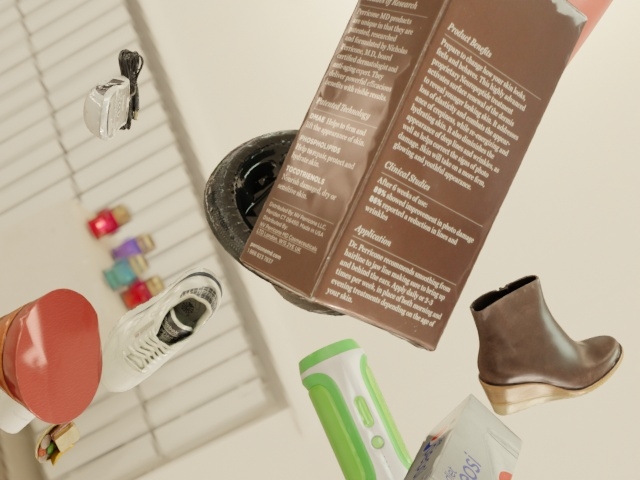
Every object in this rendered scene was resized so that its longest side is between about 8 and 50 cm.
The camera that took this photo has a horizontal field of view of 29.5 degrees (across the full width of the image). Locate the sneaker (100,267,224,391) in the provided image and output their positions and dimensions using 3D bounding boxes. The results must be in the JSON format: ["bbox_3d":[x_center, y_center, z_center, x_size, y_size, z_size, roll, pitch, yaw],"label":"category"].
[{"bbox_3d":[-0.233,0.135,1.714,0.090,0.235,0.095,40,15,-17],"label":"sneaker"}]

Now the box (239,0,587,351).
[{"bbox_3d":[0.094,-0.103,1.218,0.191,0.381,0.143,26,1,-41],"label":"box"}]

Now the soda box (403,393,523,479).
[{"bbox_3d":[0.164,0.287,1.451,0.098,0.091,0.286,44,20,4],"label":"soda box"}]

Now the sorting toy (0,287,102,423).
[{"bbox_3d":[-0.339,0.138,1.006,0.365,0.126,0.127,-32,119,-56],"label":"sorting toy"}]

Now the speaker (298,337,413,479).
[{"bbox_3d":[0.069,0.323,2.077,0.296,0.131,0.131,66,11,14],"label":"speaker"}]

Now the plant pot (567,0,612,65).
[{"bbox_3d":[0.256,-0.332,1.600,0.275,0.243,0.275,46,-6,6],"label":"plant pot"}]

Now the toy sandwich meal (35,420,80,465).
[{"bbox_3d":[-0.434,0.335,2.006,0.029,0.085,0.085,28,-6,27],"label":"toy sandwich meal"}]

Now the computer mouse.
[{"bbox_3d":[-0.267,-0.178,1.539,0.193,0.042,0.106,-72,171,-73],"label":"computer mouse"}]

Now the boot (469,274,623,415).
[{"bbox_3d":[0.350,0.144,1.852,0.090,0.248,0.207,43,-29,58],"label":"boot"}]

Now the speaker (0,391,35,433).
[{"bbox_3d":[-0.371,0.193,1.588,0.055,0.136,0.055,43,19,-18],"label":"speaker"}]

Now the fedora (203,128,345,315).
[{"bbox_3d":[0.000,0.000,1.664,0.152,0.334,0.334,101,-23,-47],"label":"fedora"}]
